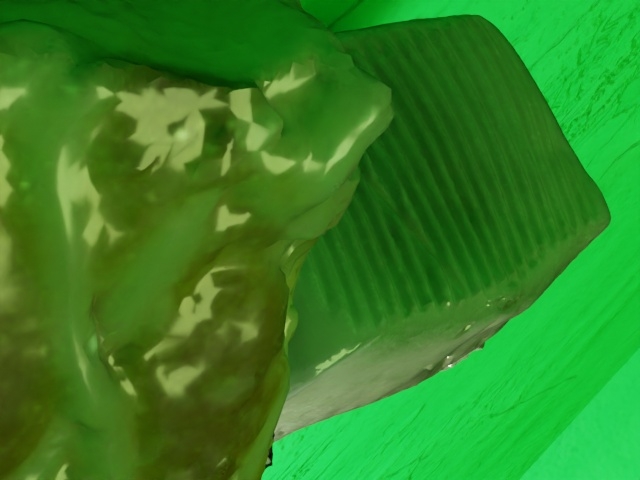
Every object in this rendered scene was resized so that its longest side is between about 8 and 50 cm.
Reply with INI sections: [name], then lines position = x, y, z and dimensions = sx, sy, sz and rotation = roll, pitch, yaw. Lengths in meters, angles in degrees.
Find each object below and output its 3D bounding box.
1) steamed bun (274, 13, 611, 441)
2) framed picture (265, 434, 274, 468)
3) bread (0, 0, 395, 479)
[steamed bun]
position = 0.000, 0.001, 1.245
dimensions = 0.383, 0.247, 0.236
rotation = -26, 169, -44
[framed picture]
position = -0.070, -0.049, 0.766
dimensions = 0.018, 0.192, 0.265
rotation = -6, 105, -29
[bread]
position = -0.214, 0.038, 0.649
dimensions = 0.371, 0.279, 0.390
rotation = 1, 122, -30
